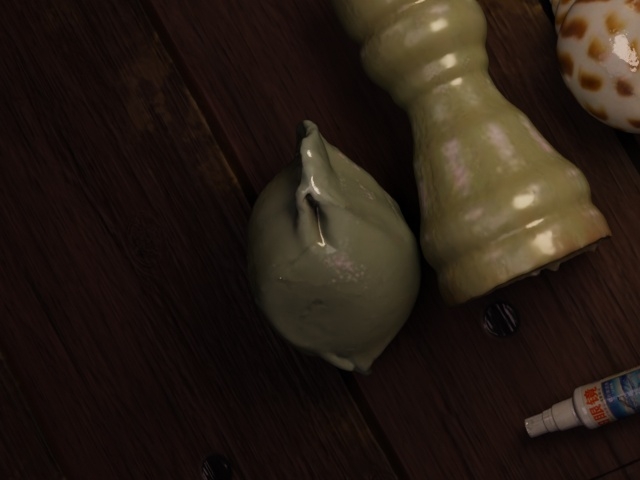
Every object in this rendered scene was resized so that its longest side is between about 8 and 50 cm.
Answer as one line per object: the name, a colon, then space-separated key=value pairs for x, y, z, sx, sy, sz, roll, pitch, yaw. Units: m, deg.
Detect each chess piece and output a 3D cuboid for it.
chess piece: x=0.169 y=-0.153 z=1.786 sx=0.234 sy=0.234 sz=0.442 roll=-28 pitch=82 yaw=24

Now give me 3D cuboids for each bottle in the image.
bottle: x=0.363 y=0.206 z=1.840 sx=0.217 sy=0.060 sz=0.060 roll=-24 pitch=88 yaw=26

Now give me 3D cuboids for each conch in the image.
conch: x=0.372 y=-0.226 z=1.722 sx=0.275 sy=0.182 sz=0.149 roll=57 pitch=156 yaw=13

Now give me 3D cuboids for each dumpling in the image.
dumpling: x=-0.004 y=0.012 z=1.846 sx=0.270 sy=0.211 sz=0.321 roll=41 pitch=125 yaw=24
